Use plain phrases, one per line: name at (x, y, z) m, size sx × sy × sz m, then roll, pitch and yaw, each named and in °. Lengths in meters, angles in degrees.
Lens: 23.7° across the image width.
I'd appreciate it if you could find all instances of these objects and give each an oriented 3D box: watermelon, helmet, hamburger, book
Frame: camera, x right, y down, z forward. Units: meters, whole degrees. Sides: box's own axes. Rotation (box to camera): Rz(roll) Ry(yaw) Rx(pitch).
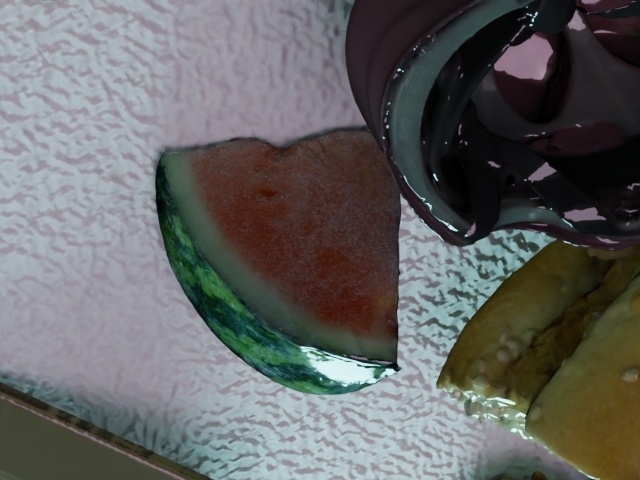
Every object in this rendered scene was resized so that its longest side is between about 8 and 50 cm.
watermelon at (-0.016, 0.010, 1.085) m, size 0.136 × 0.207 × 0.202 m, roll 12°, pitch 104°, yaw -57°
helmet at (0.167, -0.142, 1.019) m, size 0.338 × 0.197 × 0.271 m, roll -10°, pitch 134°, yaw -22°
hamburger at (0.342, 0.070, 1.175) m, size 0.445 × 0.268 × 0.287 m, roll 9°, pitch 100°, yaw -26°
book at (-0.191, 0.243, 1.187) m, size 0.310 × 0.021 × 0.217 m, roll 27°, pitch 111°, yaw -11°

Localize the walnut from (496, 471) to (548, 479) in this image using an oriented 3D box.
walnut at (0.183, 0.268, 1.385) m, size 0.170 × 0.069 × 0.143 m, roll 23°, pitch 116°, yaw -37°

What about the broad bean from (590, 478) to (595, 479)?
broad bean at (0.276, 0.159, 1.359) m, size 0.070 × 0.048 × 0.214 m, roll 0°, pitch 118°, yaw -9°
